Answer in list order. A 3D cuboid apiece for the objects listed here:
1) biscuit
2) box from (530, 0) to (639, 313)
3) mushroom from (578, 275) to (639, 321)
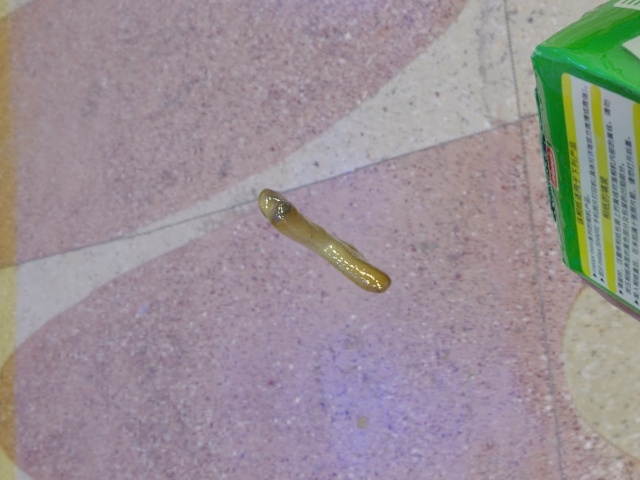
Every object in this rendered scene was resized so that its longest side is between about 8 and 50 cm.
[{"bbox_3d":[0.000,0.001,1.208,0.047,0.207,0.164,-53,17,4],"label":"biscuit"},{"bbox_3d":[0.221,-0.016,0.400,0.103,0.180,0.250,-31,38,-13],"label":"box"},{"bbox_3d":[0.403,-0.068,0.753,0.345,0.259,0.346,4,98,31],"label":"mushroom"}]
